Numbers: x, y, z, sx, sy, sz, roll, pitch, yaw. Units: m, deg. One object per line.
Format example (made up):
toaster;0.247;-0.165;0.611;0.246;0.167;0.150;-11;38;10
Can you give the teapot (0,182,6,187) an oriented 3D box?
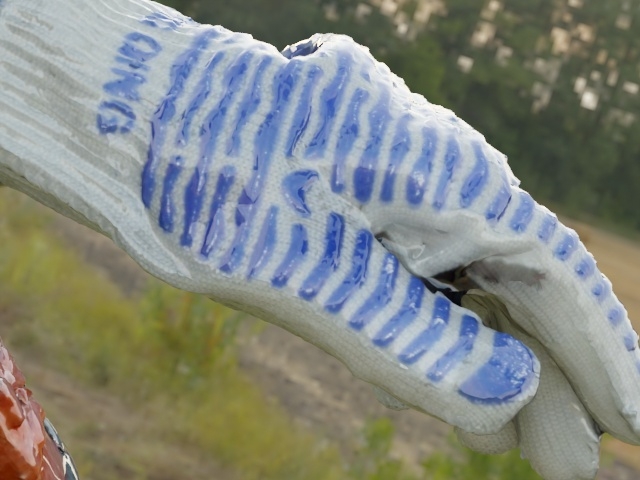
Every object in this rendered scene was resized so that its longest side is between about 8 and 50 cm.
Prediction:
teapot;-0.200;-0.117;0.810;0.175;0.268;0.186;-10;38;15

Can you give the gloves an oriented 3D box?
gloves;0.000;-0.006;0.523;0.229;0.097;0.119;35;27;0

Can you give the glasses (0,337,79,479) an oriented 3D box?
glasses;-0.192;0.017;0.328;0.234;0.268;0.118;-18;36;8
